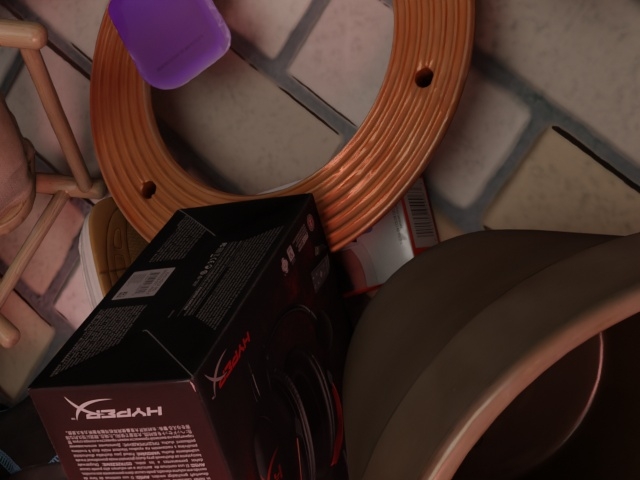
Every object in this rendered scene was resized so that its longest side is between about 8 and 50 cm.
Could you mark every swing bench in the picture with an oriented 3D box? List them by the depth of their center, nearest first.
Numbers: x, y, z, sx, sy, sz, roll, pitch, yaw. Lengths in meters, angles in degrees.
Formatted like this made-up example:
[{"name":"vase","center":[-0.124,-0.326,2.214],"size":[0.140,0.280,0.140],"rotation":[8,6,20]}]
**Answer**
[{"name":"swing bench","center":[-0.328,-0.076,0.876],"size":[0.255,0.253,0.165],"rotation":[23,67,10]}]

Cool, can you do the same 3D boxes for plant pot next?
[{"name":"plant pot","center":[0.139,0.120,0.641],"size":[0.280,0.323,0.323],"rotation":[-132,59,-66]}]

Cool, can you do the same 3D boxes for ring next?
[{"name":"ring","center":[-0.037,-0.138,0.861],"size":[0.336,0.032,0.336],"rotation":[-7,77,31]}]

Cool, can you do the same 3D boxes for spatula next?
[{"name":"spatula","center":[-0.152,-0.251,0.920],"size":[0.084,0.030,0.296],"rotation":[-34,64,23]}]

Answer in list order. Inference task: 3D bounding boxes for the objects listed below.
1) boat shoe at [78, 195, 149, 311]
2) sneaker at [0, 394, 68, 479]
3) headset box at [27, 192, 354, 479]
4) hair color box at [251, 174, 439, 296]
[{"name":"boat shoe","center":[-0.135,0.104,0.917],"size":[0.096,0.098,0.277],"rotation":[-25,84,44]},{"name":"sneaker","center":[-0.303,0.225,1.025],"size":[0.341,0.125,0.139],"rotation":[-24,53,30]},{"name":"headset box","center":[-0.044,0.149,0.756],"size":[0.110,0.218,0.293],"rotation":[-6,116,22]},{"name":"hair color box","center":[0.000,0.000,0.868],"size":[0.167,0.053,0.093],"rotation":[-17,83,29]}]
